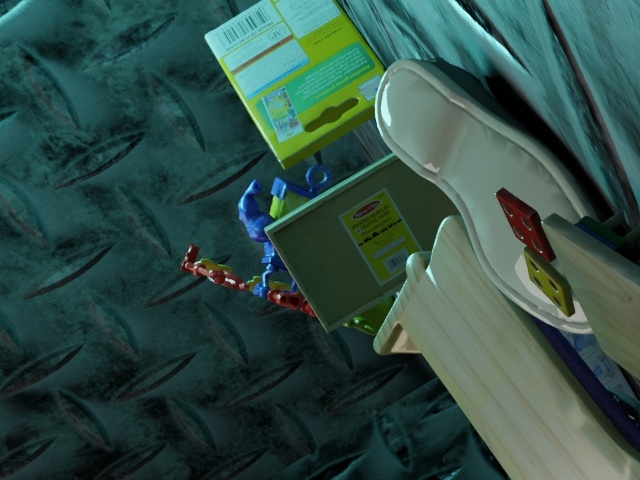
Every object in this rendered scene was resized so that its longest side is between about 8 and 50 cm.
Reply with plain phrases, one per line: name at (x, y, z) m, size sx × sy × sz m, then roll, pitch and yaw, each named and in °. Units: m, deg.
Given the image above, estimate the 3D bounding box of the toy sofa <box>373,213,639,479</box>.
toy sofa at (0.212, 0.142, 1.132) m, size 0.362 × 0.150 × 0.177 m, roll 55°, pitch 134°, yaw 37°

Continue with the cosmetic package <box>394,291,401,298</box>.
cosmetic package at (0.157, 0.001, 2.112) m, size 0.197 × 0.155 × 0.365 m, roll 63°, pitch -178°, yaw 10°

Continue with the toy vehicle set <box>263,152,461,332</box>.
toy vehicle set at (0.079, -0.012, 1.819) m, size 0.166 × 0.267 × 0.035 m, roll 60°, pitch 179°, yaw -8°

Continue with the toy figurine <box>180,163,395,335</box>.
toy figurine at (0.000, 0.000, 1.971) m, size 0.362 × 0.217 × 0.191 m, roll 19°, pitch 179°, yaw -17°

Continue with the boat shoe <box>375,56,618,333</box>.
boat shoe at (0.166, -0.047, 1.100) m, size 0.099 × 0.116 × 0.319 m, roll -1°, pitch -142°, yaw -37°

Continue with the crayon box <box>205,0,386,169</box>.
crayon box at (-0.022, -0.245, 2.010) m, size 0.323 × 0.203 × 0.083 m, roll 60°, pitch -179°, yaw 41°

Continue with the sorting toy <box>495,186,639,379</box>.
sorting toy at (0.216, 0.042, 0.891) m, size 0.132 × 0.046 × 0.274 m, roll 59°, pitch 171°, yaw -31°

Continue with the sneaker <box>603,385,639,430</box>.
sneaker at (0.318, 0.199, 1.196) m, size 0.081 × 0.080 × 0.211 m, roll 13°, pitch -157°, yaw -36°

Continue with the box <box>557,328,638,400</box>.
box at (0.282, 0.178, 1.450) m, size 0.203 × 0.103 × 0.114 m, roll 59°, pitch -179°, yaw -5°
